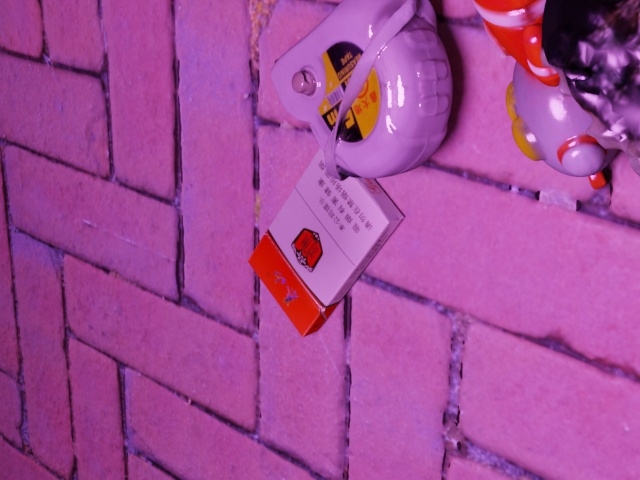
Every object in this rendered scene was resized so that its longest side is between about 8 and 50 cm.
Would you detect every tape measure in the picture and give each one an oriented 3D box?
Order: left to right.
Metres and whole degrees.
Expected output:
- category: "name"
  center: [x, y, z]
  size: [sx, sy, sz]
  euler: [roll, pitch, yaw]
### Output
- category: "tape measure"
  center: [0.055, -0.165, 1.165]
  size: [0.236, 0.120, 0.197]
  euler: [-33, 73, 52]

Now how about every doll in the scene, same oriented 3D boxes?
- category: "doll"
  center: [0.197, -0.165, 0.955]
  size: [0.105, 0.199, 0.336]
  euler: [-23, 130, 17]

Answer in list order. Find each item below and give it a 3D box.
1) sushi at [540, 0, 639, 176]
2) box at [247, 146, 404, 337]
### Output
- category: "sushi"
  center: [0.354, -0.149, 0.739]
  size: [0.285, 0.328, 0.328]
  euler: [-53, 50, 28]
- category: "box"
  center: [0.000, 0.000, 1.346]
  size: [0.139, 0.035, 0.245]
  euler: [54, 134, 18]
